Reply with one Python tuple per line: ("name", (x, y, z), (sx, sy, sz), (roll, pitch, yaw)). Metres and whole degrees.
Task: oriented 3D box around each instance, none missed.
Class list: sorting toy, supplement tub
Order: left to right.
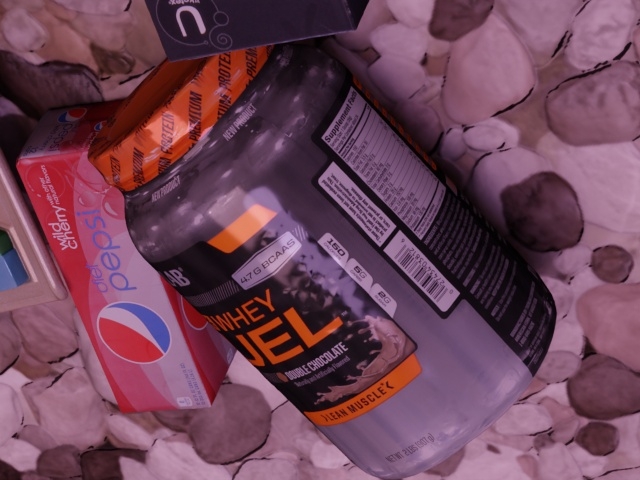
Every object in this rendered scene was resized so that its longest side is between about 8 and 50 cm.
("sorting toy", (-0.320, -0.020, 1.462), (0.208, 0.038, 0.193), (-10, 109, 39))
("supplement tub", (0.000, 0.000, 1.318), (0.207, 0.207, 0.338), (-34, 109, 33))

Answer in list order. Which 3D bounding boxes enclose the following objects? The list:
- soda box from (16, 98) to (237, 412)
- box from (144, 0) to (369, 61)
("soda box", (-0.156, 0.017, 1.456), (0.092, 0.083, 0.263), (-6, 123, 21))
("box", (-0.062, -0.279, 1.162), (0.143, 0.165, 0.270), (-8, 121, 22))
